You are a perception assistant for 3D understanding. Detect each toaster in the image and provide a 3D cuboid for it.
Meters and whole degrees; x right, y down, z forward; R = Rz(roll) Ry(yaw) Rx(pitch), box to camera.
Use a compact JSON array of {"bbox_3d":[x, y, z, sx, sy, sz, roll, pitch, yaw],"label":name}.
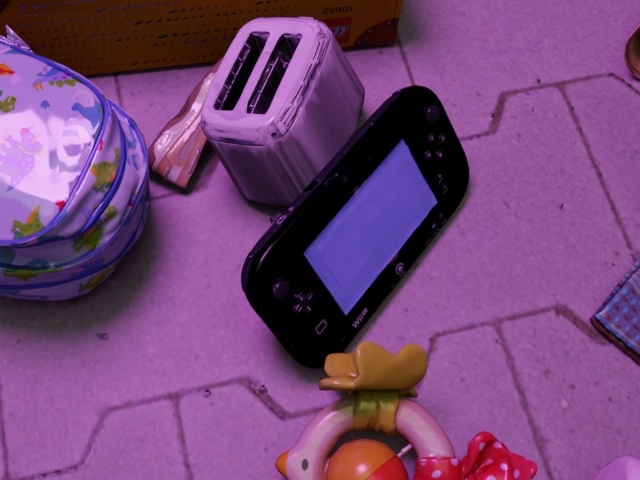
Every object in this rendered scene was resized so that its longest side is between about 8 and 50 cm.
[{"bbox_3d":[-0.045,-0.140,0.935,0.129,0.146,0.227,11,64,27],"label":"toaster"}]

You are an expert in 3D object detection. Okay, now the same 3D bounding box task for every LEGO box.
[{"bbox_3d":[-0.170,-0.423,1.039,0.500,0.193,0.372,-7,67,-6],"label":"LEGO box"}]

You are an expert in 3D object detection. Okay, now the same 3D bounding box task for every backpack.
[{"bbox_3d":[-0.353,-0.078,0.870,0.355,0.273,0.290,28,63,-11],"label":"backpack"}]

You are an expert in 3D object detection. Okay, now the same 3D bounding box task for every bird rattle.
[{"bbox_3d":[0.075,0.225,0.836,0.207,0.143,0.253,-39,86,-6],"label":"bird rattle"}]

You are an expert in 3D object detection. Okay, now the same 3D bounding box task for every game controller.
[{"bbox_3d":[0.049,-0.017,0.902,0.319,0.067,0.166,-49,119,-21],"label":"game controller"}]

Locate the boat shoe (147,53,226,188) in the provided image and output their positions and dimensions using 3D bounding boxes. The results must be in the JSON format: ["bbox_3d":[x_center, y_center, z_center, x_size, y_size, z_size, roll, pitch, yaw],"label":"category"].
[{"bbox_3d":[-0.128,-0.143,0.997,0.072,0.068,0.190,35,78,-1],"label":"boat shoe"}]

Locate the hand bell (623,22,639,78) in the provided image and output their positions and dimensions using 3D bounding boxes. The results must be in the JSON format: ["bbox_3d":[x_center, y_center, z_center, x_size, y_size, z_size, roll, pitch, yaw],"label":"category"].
[{"bbox_3d":[0.449,-0.333,1.101,0.126,0.126,0.242,6,53,0],"label":"hand bell"}]

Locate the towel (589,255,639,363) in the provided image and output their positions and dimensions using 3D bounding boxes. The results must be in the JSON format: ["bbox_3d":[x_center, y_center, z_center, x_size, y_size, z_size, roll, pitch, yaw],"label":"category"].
[{"bbox_3d":[0.519,0.049,0.956,0.271,0.040,0.370,41,71,15],"label":"towel"}]

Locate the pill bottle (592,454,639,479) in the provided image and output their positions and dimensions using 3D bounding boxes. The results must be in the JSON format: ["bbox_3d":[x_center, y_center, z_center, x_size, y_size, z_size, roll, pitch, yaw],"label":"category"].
[{"bbox_3d":[0.387,0.338,0.747,0.318,0.176,0.176,24,67,8],"label":"pill bottle"}]
